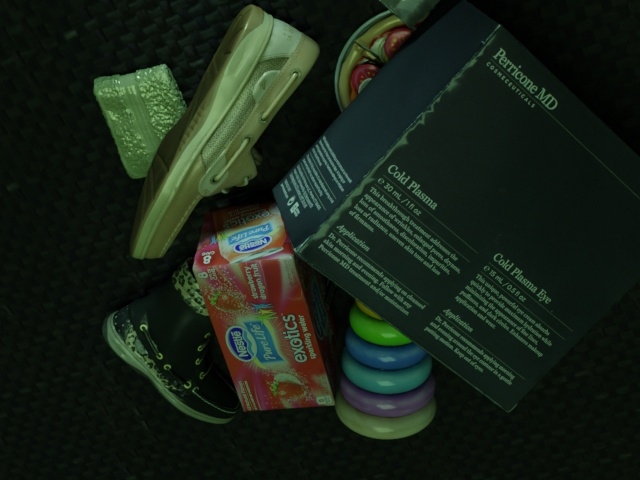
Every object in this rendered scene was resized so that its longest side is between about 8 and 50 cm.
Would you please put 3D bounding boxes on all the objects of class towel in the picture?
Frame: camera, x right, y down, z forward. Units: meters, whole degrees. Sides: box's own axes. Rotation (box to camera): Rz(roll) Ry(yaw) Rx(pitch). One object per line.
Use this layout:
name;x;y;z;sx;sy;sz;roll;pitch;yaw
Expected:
towel;-0.211;-0.144;1.363;0.110;0.027;0.148;-10;122;12

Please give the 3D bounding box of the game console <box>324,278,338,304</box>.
game console;0.000;0.000;1.380;0.071;0.122;0.107;16;125;-4

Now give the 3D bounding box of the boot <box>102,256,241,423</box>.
boot;-0.160;0.141;1.518;0.236;0.085;0.178;41;116;-20

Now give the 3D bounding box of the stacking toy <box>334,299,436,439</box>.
stacking toy;0.090;0.091;1.443;0.141;0.141;0.330;3;117;4

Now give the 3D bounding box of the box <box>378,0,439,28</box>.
box;0.112;-0.407;1.116;0.242;0.076;0.307;40;119;-17

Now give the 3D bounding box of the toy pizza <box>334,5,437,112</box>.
toy pizza;0.116;-0.181;1.299;0.201;0.032;0.201;3;124;4

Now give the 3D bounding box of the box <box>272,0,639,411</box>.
box;0.181;-0.040;1.238;0.343;0.179;0.312;38;103;-24

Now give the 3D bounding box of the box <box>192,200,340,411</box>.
box;-0.061;0.087;1.392;0.128;0.123;0.257;-6;128;11

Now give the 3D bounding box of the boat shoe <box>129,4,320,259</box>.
boat shoe;-0.120;-0.106;1.303;0.110;0.122;0.341;25;113;-20
